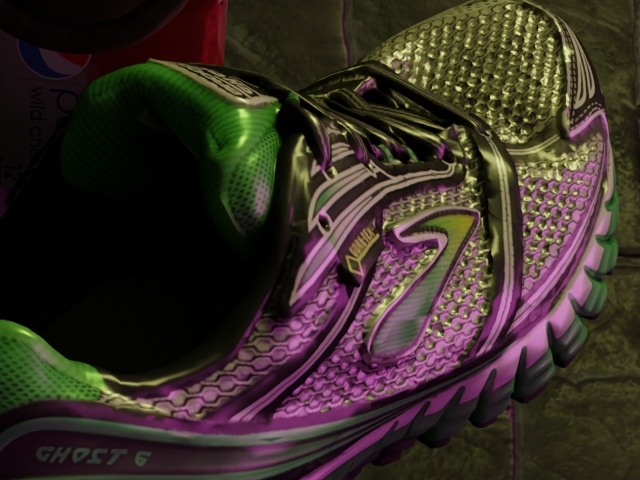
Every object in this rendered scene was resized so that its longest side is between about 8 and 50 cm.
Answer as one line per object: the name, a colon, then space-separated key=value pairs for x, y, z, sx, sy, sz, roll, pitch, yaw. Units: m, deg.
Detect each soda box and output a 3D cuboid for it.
soda box: x=-0.085 y=-0.115 z=0.570 sx=0.263 sy=0.092 sz=0.084 roll=-95 pitch=-170 yaw=-58

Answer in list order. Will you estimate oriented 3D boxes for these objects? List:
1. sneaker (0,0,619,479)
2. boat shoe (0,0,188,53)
sneaker: x=0.000 y=0.000 z=0.418 sx=0.343 sy=0.134 sz=0.146 roll=-43 pitch=143 yaw=-43
boat shoe: x=-0.058 y=-0.210 z=0.366 sx=0.104 sy=0.110 sz=0.307 roll=-95 pitch=-172 yaw=-69
